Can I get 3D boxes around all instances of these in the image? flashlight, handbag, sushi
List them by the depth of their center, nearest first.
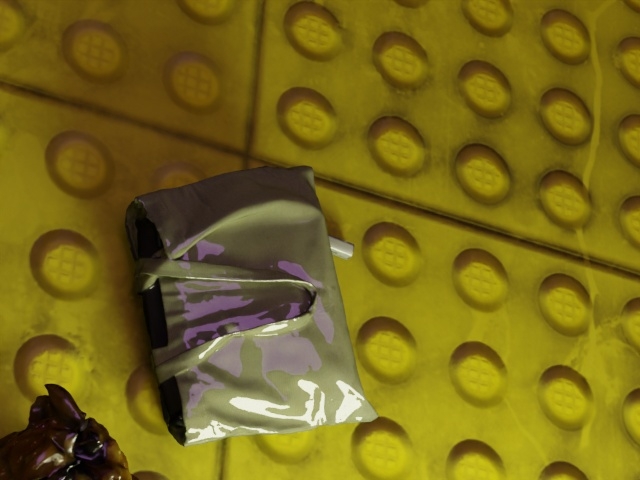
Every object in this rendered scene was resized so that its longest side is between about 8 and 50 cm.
[{"bbox_3d":[-0.256,0.274,1.789,0.204,0.200,0.213,43,55,-1],"label":"sushi"},{"bbox_3d":[-0.080,0.069,2.039,0.253,0.109,0.316,-7,77,-28],"label":"handbag"},{"bbox_3d":[0.000,0.000,2.171,0.083,0.018,0.018,21,60,-21],"label":"flashlight"}]
